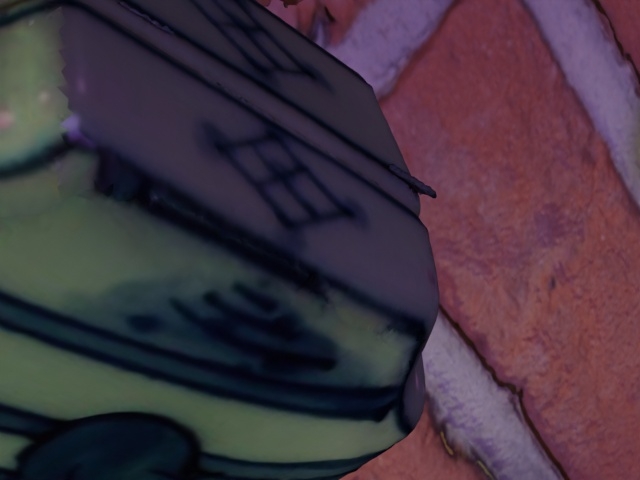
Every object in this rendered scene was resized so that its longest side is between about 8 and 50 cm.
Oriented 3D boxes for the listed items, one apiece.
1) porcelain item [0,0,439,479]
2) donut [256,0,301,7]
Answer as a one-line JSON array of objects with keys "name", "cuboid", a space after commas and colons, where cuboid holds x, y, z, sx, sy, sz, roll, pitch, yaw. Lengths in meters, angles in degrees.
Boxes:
[{"name": "porcelain item", "cuboid": [-0.117, 0.023, 0.531, 0.286, 0.157, 0.281, -36, 136, 25]}, {"name": "donut", "cuboid": [0.013, -0.243, 0.708, 0.233, 0.085, 0.199, -39, 122, -28]}]
